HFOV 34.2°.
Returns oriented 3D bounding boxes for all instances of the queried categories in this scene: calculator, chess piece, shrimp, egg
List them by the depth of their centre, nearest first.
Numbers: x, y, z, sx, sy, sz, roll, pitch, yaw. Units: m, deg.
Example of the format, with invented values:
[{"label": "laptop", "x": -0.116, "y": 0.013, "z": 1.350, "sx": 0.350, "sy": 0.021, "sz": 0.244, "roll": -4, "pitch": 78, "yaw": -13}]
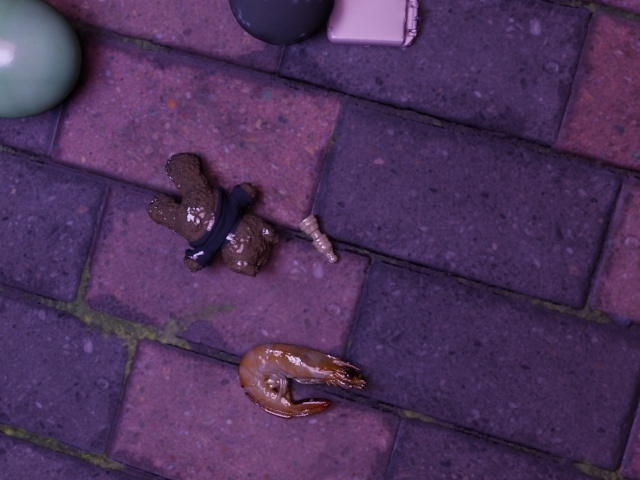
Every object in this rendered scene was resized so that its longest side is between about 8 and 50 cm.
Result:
[{"label": "calculator", "x": 0.086, "y": -0.386, "z": 1.794, "sx": 0.174, "sy": 0.032, "sz": 0.100, "roll": 5, "pitch": 91, "yaw": 10}, {"label": "egg", "x": -0.548, "y": -0.323, "z": 1.807, "sx": 0.269, "sy": 0.220, "sz": 0.221, "roll": 10, "pitch": 92, "yaw": 19}, {"label": "shrimp", "x": -0.033, "y": 0.250, "z": 1.810, "sx": 0.236, "sy": 0.053, "sz": 0.133, "roll": 7, "pitch": 90, "yaw": 13}, {"label": "chess piece", "x": 0.000, "y": 0.000, "z": 1.813, "sx": 0.035, "sy": 0.035, "sz": 0.092, "roll": -35, "pitch": 89, "yaw": 8}]

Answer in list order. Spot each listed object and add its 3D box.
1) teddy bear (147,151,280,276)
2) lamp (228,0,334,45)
[{"label": "teddy bear", "x": -0.195, "y": -0.035, "z": 1.796, "sx": 0.251, "sy": 0.129, "sz": 0.182, "roll": 33, "pitch": 98, "yaw": 8}, {"label": "lamp", "x": -0.060, "y": -0.482, "z": 1.767, "sx": 0.181, "sy": 0.182, "sz": 0.314, "roll": 1, "pitch": 70, "yaw": 10}]
